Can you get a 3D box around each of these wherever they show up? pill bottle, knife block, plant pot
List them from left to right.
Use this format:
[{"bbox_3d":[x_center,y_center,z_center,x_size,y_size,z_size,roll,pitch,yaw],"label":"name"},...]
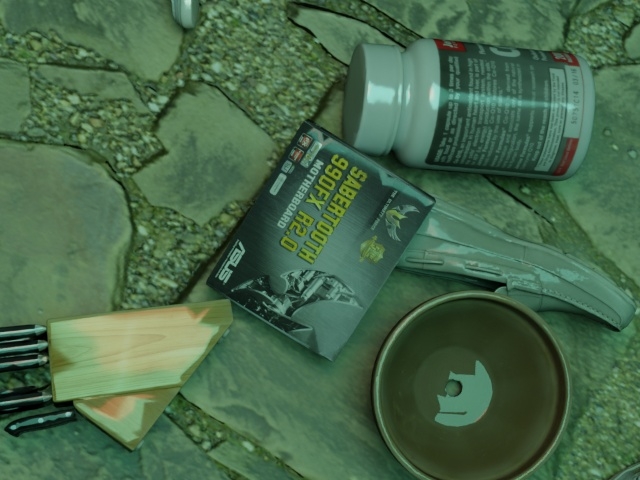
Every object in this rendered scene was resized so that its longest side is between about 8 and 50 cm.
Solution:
[{"bbox_3d":[-0.269,0.121,1.455,0.242,0.088,0.276,38,75,-2],"label":"knife block"},{"bbox_3d":[0.170,0.178,1.507,0.237,0.110,0.237,1,87,-9],"label":"plant pot"},{"bbox_3d":[0.179,-0.164,1.560,0.283,0.161,0.161,5,78,-10],"label":"pill bottle"}]

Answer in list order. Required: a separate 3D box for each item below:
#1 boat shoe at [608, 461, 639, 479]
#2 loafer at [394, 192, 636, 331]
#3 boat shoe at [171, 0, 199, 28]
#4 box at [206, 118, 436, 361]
[{"bbox_3d":[0.452,0.312,1.542,0.320,0.103,0.118,-24,84,-14],"label":"boat shoe"},{"bbox_3d":[0.230,0.049,1.559,0.319,0.112,0.111,23,80,3],"label":"loafer"},{"bbox_3d":[-0.189,-0.351,1.584,0.063,0.066,0.184,-7,82,2],"label":"boat shoe"},{"bbox_3d":[0.000,0.000,1.501,0.183,0.056,0.231,33,99,0],"label":"box"}]
